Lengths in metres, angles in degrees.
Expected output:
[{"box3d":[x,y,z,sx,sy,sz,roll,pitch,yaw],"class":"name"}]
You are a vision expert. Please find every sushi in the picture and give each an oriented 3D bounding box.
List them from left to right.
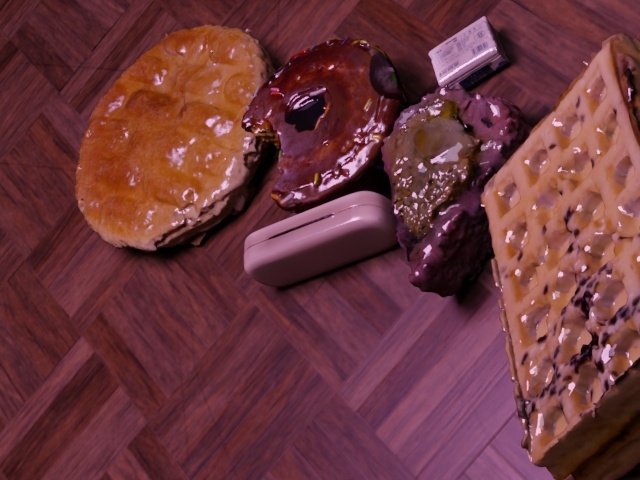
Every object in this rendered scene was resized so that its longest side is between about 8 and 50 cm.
[{"box3d":[0.133,-0.063,1.607,0.161,0.107,0.241,23,81,47],"class":"sushi"}]

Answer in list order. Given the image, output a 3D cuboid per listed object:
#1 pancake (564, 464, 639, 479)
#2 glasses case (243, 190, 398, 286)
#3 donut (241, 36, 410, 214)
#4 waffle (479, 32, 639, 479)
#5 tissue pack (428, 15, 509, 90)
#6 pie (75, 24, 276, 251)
[{"box3d":[0.281,0.295,1.283,0.250,0.031,0.250,-12,49,14],"class":"pancake"},{"box3d":[0.000,0.000,1.688,0.196,0.083,0.050,-20,53,27],"class":"glasses case"},{"box3d":[0.016,-0.135,1.744,0.216,0.096,0.230,-43,46,6],"class":"donut"},{"box3d":[0.271,0.017,1.356,0.261,0.114,0.376,-49,31,39],"class":"waffle"},{"box3d":[0.174,-0.216,1.703,0.083,0.042,0.062,-31,51,21],"class":"tissue pack"},{"box3d":[-0.193,-0.134,1.924,0.339,0.083,0.340,-17,58,30],"class":"pie"}]
